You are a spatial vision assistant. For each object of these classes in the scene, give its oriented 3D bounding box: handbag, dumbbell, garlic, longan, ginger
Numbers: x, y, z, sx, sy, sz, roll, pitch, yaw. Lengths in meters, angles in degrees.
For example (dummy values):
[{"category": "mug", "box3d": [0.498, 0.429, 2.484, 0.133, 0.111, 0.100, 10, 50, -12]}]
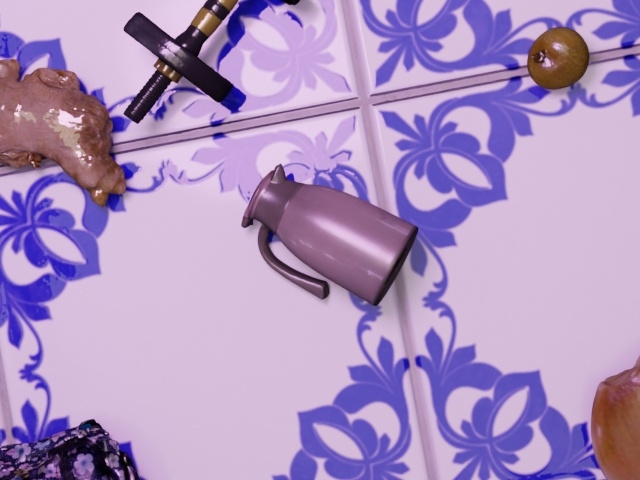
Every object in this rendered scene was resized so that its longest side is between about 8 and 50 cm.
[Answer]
[{"category": "handbag", "box3d": [-0.296, 0.333, 1.525, 0.207, 0.127, 0.229, -19, 79, 4]}, {"category": "dumbbell", "box3d": [-0.121, -0.268, 1.513, 0.143, 0.143, 0.325, 38, 91, 4]}, {"category": "garlic", "box3d": [0.425, 0.220, 1.489, 0.217, 0.110, 0.228, -41, 76, 14]}, {"category": "longan", "box3d": [0.272, -0.212, 1.516, 0.075, 0.083, 0.075, 0, 90, 43]}, {"category": "ginger", "box3d": [-0.318, -0.136, 1.560, 0.213, 0.074, 0.137, 23, 100, 8]}]

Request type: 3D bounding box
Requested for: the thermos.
[{"category": "thermos", "box3d": [0.000, 0.000, 1.529, 0.193, 0.105, 0.137, 27, 122, 8]}]
